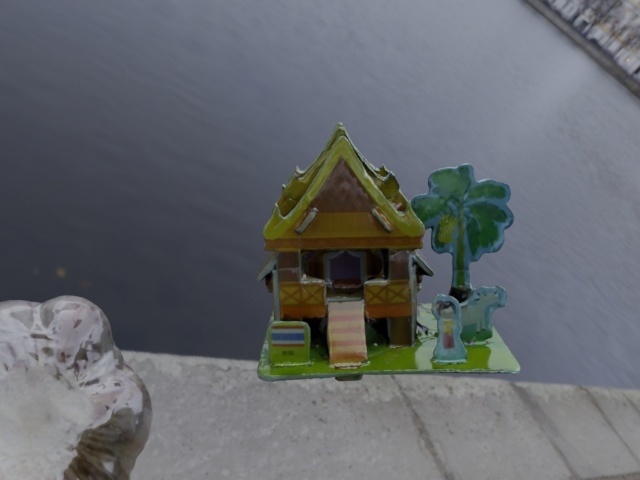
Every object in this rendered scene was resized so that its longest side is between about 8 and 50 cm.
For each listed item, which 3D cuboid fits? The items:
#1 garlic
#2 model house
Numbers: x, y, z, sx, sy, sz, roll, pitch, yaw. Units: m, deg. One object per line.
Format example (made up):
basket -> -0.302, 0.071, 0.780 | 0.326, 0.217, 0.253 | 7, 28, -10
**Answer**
garlic -> -0.176, 0.115, 0.355 | 0.147, 0.102, 0.159 | 5, 64, -33
model house -> 0.092, 0.005, 0.800 | 0.357, 0.313, 0.242 | 0, 16, 3
